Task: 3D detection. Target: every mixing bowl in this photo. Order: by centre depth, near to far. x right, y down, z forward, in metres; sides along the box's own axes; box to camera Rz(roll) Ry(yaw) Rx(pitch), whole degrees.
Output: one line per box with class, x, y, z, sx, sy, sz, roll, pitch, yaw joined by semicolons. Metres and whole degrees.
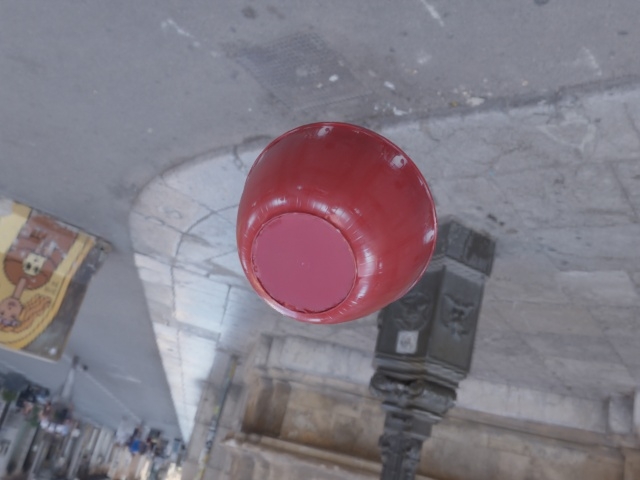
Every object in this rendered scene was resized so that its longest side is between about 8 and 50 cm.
mixing bowl;0.000;0.000;0.537;0.181;0.182;0.098;6;-157;16
